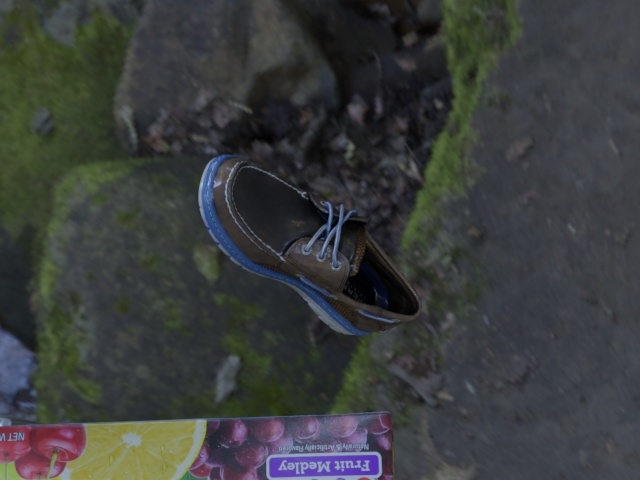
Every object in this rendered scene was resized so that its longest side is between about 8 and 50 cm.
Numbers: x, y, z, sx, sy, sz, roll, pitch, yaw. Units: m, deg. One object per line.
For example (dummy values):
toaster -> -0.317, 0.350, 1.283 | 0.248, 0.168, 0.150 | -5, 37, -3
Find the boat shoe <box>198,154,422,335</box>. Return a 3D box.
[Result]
boat shoe -> 0.000, 0.000, 0.951 | 0.066, 0.183, 0.066 | -5, 60, 42

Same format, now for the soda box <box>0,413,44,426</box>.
soda box -> -0.193, 0.188, 0.726 | 0.069, 0.074, 0.216 | 9, 81, 4

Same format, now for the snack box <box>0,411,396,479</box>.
snack box -> -0.046, 0.106, 0.455 | 0.141, 0.037, 0.100 | -3, 71, 3
